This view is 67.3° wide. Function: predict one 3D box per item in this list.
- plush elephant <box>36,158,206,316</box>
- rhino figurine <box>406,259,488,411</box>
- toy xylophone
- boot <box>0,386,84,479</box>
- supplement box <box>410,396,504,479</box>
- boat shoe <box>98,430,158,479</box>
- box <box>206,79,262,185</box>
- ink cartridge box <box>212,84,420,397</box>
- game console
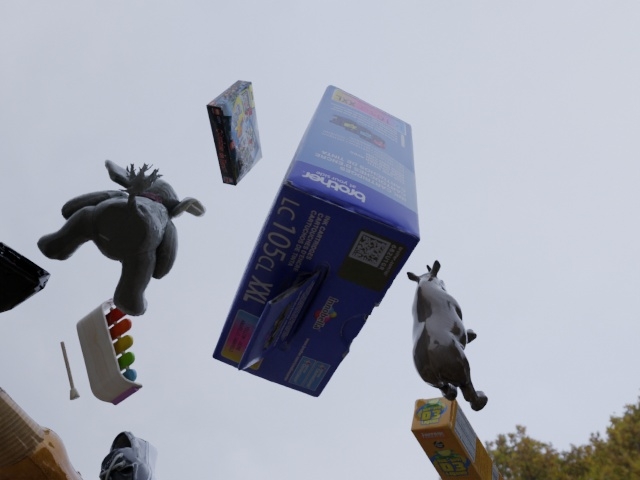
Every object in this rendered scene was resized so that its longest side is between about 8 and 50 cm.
[{"bbox_3d":[-0.424,-0.049,1.117,0.272,0.255,0.330,32,-76,-5],"label":"plush elephant"},{"bbox_3d":[0.168,0.113,0.682,0.073,0.243,0.106,-30,-60,25],"label":"rhino figurine"},{"bbox_3d":[-0.663,0.339,1.448,0.236,0.081,0.322,-27,-114,17],"label":"toy xylophone"},{"bbox_3d":[-0.410,0.293,0.626,0.295,0.104,0.211,-16,-72,41],"label":"boot"},{"bbox_3d":[0.245,0.383,0.850,0.078,0.080,0.233,-22,-72,31],"label":"supplement box"},{"bbox_3d":[-0.382,0.458,0.940,0.102,0.108,0.301,47,-10,-14],"label":"boat shoe"},{"bbox_3d":[-0.225,-0.287,1.293,0.044,0.159,0.233,14,-46,19],"label":"box"},{"bbox_3d":[0.000,0.000,0.614,0.151,0.395,0.270,22,-57,-7],"label":"ink cartridge box"},{"bbox_3d":[-0.688,0.029,0.841,0.213,0.044,0.361,-26,-41,6],"label":"game console"}]
